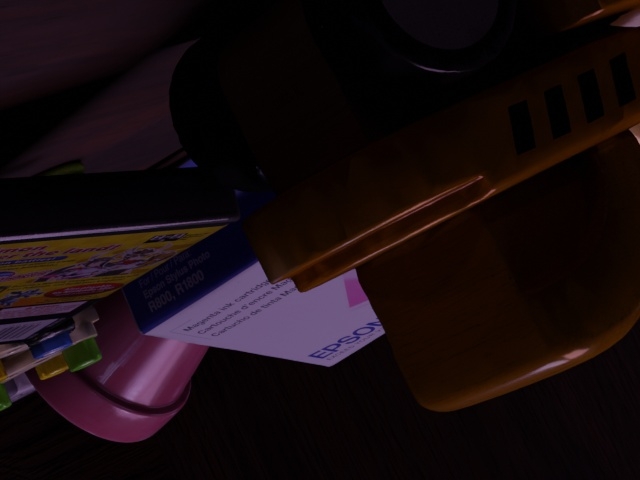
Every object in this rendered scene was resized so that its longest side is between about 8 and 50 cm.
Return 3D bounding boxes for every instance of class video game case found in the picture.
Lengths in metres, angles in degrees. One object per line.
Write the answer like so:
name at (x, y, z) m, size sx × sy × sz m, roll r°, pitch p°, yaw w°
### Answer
video game case at (-0.222, 0.021, 0.969) m, size 0.274 × 0.035 × 0.248 m, roll -5°, pitch 165°, yaw -38°

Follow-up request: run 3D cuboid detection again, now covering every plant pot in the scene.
plant pot at (-0.193, 0.081, 1.876) m, size 0.180 × 0.201 × 0.201 m, roll -45°, pitch 169°, yaw 26°

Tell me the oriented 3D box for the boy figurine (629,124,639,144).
boy figurine at (0.191, -0.142, 1.296) m, size 0.092 × 0.177 × 0.285 m, roll -35°, pitch 147°, yaw 20°

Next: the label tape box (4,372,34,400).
label tape box at (-0.400, 0.151, 1.985) m, size 0.240 × 0.106 × 0.333 m, roll -26°, pitch 178°, yaw 24°

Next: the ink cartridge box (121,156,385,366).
ink cartridge box at (0.000, 0.000, 1.514) m, size 0.330 × 0.071 × 0.324 m, roll 11°, pitch 145°, yaw -45°

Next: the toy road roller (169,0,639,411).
toy road roller at (0.103, -0.059, 0.944) m, size 0.329 × 0.241 × 0.202 m, roll -25°, pitch 178°, yaw -35°

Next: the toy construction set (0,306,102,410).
toy construction set at (-0.301, 0.094, 1.402) m, size 0.215 × 0.151 × 0.327 m, roll -27°, pitch -171°, yaw 39°

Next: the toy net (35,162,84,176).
toy net at (-0.218, -0.007, 1.122) m, size 0.122 × 0.045 × 0.232 m, roll -25°, pitch 177°, yaw 8°
